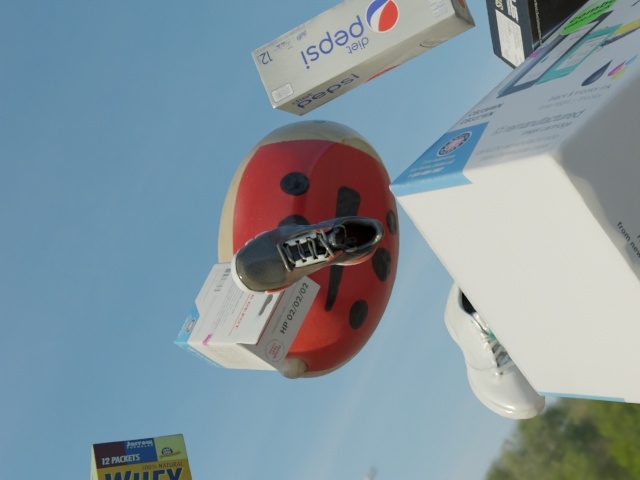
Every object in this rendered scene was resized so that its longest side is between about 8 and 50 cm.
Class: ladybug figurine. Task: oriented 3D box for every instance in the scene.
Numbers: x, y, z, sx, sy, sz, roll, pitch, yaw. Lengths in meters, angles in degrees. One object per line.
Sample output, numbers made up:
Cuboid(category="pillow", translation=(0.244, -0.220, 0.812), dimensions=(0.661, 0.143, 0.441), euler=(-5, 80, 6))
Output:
Cuboid(category="ladybug figurine", translation=(0.000, 0.000, 2.099), dimensions=(0.162, 0.305, 0.450), euler=(-35, 43, 54))

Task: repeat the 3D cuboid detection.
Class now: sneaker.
Cuboid(category="sneaker", translation=(-0.010, 0.004, 1.287), dimensions=(0.157, 0.061, 0.065), euler=(-19, -6, -22))
Cuboid(category="sneaker", translation=(0.215, 0.130, 1.709), dimensions=(0.080, 0.212, 0.094), euler=(-20, -39, -14))

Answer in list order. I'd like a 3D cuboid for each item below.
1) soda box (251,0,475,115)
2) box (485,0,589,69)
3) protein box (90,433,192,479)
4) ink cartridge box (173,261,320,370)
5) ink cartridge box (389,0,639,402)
Cuboid(category="soda box", translation=(0.057, -0.273, 1.828), dimensions=(0.286, 0.091, 0.098), euler=(-26, -11, 19))
Cuboid(category="box", translation=(0.225, -0.253, 1.215), dimensions=(0.147, 0.077, 0.180), euler=(-28, -47, -13))
Cuboid(category="protein box", translation=(-0.256, 0.424, 1.966), dimensions=(0.135, 0.200, 0.201), euler=(-5, -41, -15))
Cuboid(category="ink cartridge box", translation=(-0.070, 0.078, 1.417), dimensions=(0.181, 0.061, 0.104), euler=(-6, 54, 58))
Cuboid(category="ink cartridge box", translation=(0.233, -0.052, 0.909), dimensions=(0.270, 0.197, 0.198), euler=(-43, 15, -22))
